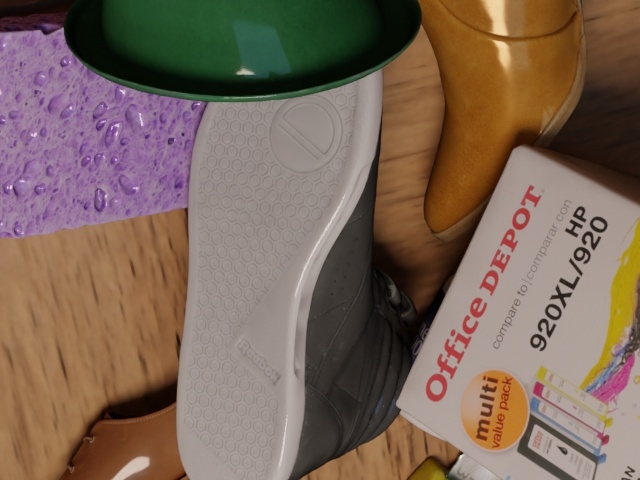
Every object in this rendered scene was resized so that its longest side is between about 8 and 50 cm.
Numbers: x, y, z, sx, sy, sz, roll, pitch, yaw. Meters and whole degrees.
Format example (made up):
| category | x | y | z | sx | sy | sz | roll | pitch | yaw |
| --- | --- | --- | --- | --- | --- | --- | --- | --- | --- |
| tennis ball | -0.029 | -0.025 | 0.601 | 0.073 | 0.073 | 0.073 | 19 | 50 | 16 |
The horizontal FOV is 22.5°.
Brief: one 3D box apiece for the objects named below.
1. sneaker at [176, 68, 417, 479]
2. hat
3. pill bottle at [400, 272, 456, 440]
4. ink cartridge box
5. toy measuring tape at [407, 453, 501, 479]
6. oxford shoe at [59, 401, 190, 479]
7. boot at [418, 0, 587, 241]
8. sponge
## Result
| category | x | y | z | sx | sy | sz | roll | pitch | yaw |
| --- | --- | --- | --- | --- | --- | --- | --- | --- | --- |
| sneaker | 0.000 | 0.000 | 0.937 | 0.147 | 0.105 | 0.295 | -3 | 104 | -62 |
| hat | -0.054 | -0.187 | 0.774 | 0.208 | 0.173 | 0.183 | 5 | 124 | 10 |
| pill bottle | 0.096 | 0.062 | 1.012 | 0.067 | 0.067 | 0.120 | 23 | 105 | -24 |
| ink cartridge box | 0.198 | 0.077 | 0.881 | 0.168 | 0.233 | 0.171 | 12 | 106 | -52 |
| toy measuring tape | 0.098 | 0.194 | 1.046 | 0.121 | 0.121 | 0.330 | 38 | 99 | -27 |
| oxford shoe | -0.132 | 0.151 | 0.998 | 0.212 | 0.076 | 0.076 | -33 | 88 | 3 |
| boot | 0.064 | -0.159 | 0.902 | 0.211 | 0.104 | 0.295 | 26 | 115 | -10 |
| sponge | -0.135 | -0.064 | 0.866 | 0.210 | 0.031 | 0.117 | -12 | 117 | -36 |
